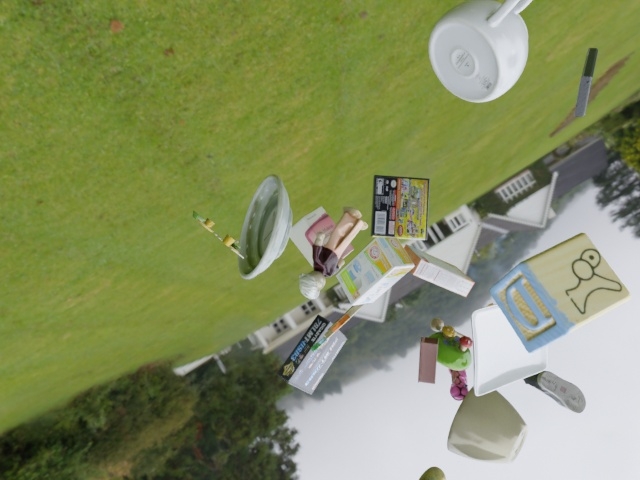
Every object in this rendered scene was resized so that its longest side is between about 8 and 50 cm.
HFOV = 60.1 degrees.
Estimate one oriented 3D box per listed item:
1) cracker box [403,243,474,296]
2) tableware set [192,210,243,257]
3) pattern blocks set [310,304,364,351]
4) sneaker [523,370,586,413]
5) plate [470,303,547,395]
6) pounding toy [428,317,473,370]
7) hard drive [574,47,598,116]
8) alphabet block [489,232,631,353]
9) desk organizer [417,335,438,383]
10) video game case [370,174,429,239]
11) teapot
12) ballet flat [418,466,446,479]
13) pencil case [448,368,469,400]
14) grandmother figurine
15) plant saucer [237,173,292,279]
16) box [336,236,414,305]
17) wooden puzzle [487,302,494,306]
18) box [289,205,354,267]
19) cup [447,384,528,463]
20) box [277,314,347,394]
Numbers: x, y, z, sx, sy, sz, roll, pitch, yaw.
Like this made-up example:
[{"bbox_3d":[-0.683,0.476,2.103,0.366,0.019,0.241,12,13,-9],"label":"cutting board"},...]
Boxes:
[{"bbox_3d":[0.407,0.106,1.959,0.067,0.232,0.155,-62,-161,12],"label":"cracker box"},{"bbox_3d":[-0.228,-0.020,1.236,0.024,0.104,0.154,-51,-138,-5],"label":"tableware set"},{"bbox_3d":[0.089,0.272,1.953,0.325,0.026,0.285,-43,171,-4],"label":"pattern blocks set"},{"bbox_3d":[0.822,0.520,1.947,0.083,0.222,0.118,-54,-170,-12],"label":"sneaker"},{"bbox_3d":[0.554,0.294,1.642,0.278,0.277,0.045,-14,-163,-20],"label":"plate"},{"bbox_3d":[0.500,0.367,2.076,0.237,0.183,0.110,-65,177,-62],"label":"pounding toy"},{"bbox_3d":[0.570,-0.339,1.187,0.022,0.094,0.135,11,-134,23],"label":"hard drive"},{"bbox_3d":[0.562,0.126,1.319,0.197,0.192,0.193,-21,161,-18],"label":"alphabet block"},{"bbox_3d":[0.316,0.351,1.625,0.050,0.130,0.047,4,-167,14],"label":"desk organizer"},{"bbox_3d":[0.351,-0.144,2.440,0.249,0.274,0.035,3,177,-4],"label":"video game case"},{"bbox_3d":[0.398,-0.471,1.315,0.187,0.252,0.256,-40,-144,-19],"label":"teapot"},{"bbox_3d":[0.364,0.988,2.000,0.348,0.123,0.123,-56,-174,-17],"label":"ballet flat"},{"bbox_3d":[0.637,0.642,2.564,0.095,0.098,0.209,-43,-173,19],"label":"pencil case"},{"bbox_3d":[0.034,0.046,1.884,0.104,0.208,0.342,12,-117,45],"label":"grandmother figurine"},{"bbox_3d":[-0.192,-0.041,2.049,0.101,0.400,0.400,17,153,-23],"label":"plant saucer"},{"bbox_3d":[0.162,0.091,1.659,0.103,0.114,0.203,-1,144,-46],"label":"box"},{"bbox_3d":[0.635,0.274,1.993,0.079,0.116,0.014,3,142,-45],"label":"wooden puzzle"},{"bbox_3d":[0.000,0.000,2.282,0.127,0.232,0.149,-38,179,40],"label":"box"},{"bbox_3d":[0.713,0.787,2.299,0.237,0.330,0.331,24,-140,35],"label":"cup"},{"bbox_3d":[-0.025,0.482,2.316,0.295,0.073,0.293,-54,151,-11],"label":"box"}]
